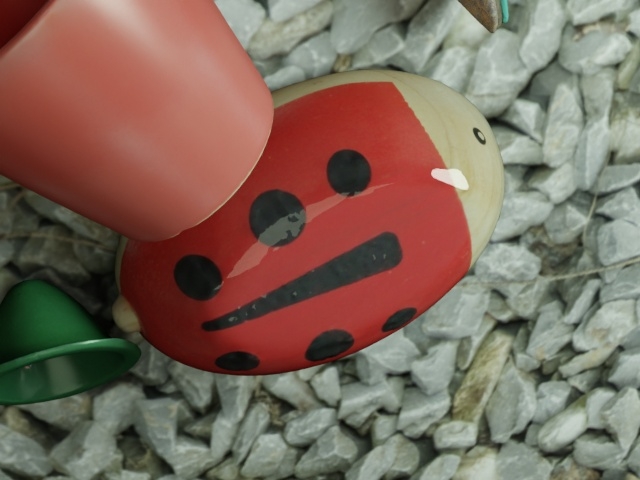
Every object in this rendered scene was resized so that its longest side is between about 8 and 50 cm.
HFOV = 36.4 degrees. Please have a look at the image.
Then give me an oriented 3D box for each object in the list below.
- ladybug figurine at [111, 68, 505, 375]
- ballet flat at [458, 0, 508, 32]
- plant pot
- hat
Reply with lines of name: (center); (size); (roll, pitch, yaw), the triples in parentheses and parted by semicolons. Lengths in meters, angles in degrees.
ladybug figurine: (0.000, 0.000, 1.005); (0.449, 0.162, 0.305); (-27, 118, -6)
ballet flat: (0.110, -0.351, 0.943); (0.106, 0.107, 0.316); (-10, 111, 7)
plant pot: (-0.186, -0.143, 0.839); (0.275, 0.275, 0.243); (-45, 128, 3)
hat: (-0.297, 0.055, 1.002); (0.173, 0.184, 0.208); (-21, 162, 4)
